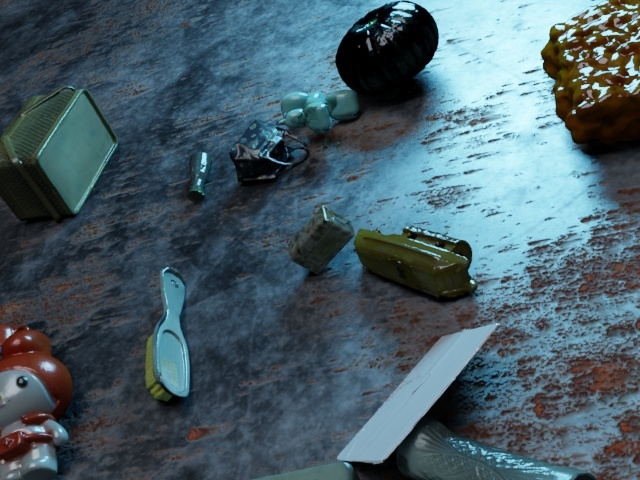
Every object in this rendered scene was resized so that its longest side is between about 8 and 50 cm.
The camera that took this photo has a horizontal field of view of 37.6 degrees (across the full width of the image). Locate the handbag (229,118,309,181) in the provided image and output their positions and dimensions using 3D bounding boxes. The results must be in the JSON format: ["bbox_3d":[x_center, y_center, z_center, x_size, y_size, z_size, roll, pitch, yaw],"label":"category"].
[{"bbox_3d":[-0.081,-0.160,1.690,0.139,0.072,0.115,7,45,31],"label":"handbag"}]

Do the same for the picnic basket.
[{"bbox_3d":[-0.544,-0.178,1.912,0.139,0.165,0.267,-5,44,24],"label":"picnic basket"}]

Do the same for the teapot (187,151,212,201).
[{"bbox_3d":[-0.228,-0.116,1.752,0.042,0.043,0.111,-16,42,15],"label":"teapot"}]

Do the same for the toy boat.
[{"bbox_3d":[0.137,0.021,1.358,0.088,0.068,0.226,-42,36,-24],"label":"toy boat"}]

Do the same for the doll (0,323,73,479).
[{"bbox_3d":[-0.452,0.234,1.414,0.161,0.130,0.290,-28,52,9],"label":"doll"}]

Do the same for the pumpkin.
[{"bbox_3d":[0.124,-0.350,1.726,0.202,0.140,0.202,-30,26,16],"label":"pumpkin"}]

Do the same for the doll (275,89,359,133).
[{"bbox_3d":[-0.011,-0.244,1.739,0.158,0.059,0.159,3,27,33],"label":"doll"}]

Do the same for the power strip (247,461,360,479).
[{"bbox_3d":[-0.089,0.341,1.137,0.288,0.053,0.093,-15,40,14],"label":"power strip"}]

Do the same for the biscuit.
[{"bbox_3d":[0.507,-0.283,1.444,0.318,0.110,0.312,-15,37,16],"label":"biscuit"}]

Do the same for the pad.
[{"bbox_3d":[0.118,0.187,1.155,0.232,0.004,0.156,-45,5,-22],"label":"pad"}]

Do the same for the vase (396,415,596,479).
[{"bbox_3d":[0.185,0.262,1.034,0.219,0.096,0.096,15,55,45],"label":"vase"}]

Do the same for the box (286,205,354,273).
[{"bbox_3d":[0.000,0.000,1.437,0.098,0.062,0.045,-47,32,23],"label":"box"}]

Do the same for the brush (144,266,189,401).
[{"bbox_3d":[-0.243,0.149,1.454,0.060,0.068,0.297,-41,30,19],"label":"brush"}]
